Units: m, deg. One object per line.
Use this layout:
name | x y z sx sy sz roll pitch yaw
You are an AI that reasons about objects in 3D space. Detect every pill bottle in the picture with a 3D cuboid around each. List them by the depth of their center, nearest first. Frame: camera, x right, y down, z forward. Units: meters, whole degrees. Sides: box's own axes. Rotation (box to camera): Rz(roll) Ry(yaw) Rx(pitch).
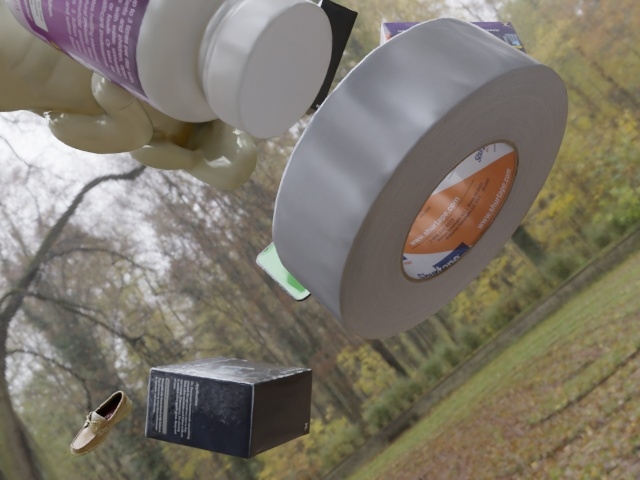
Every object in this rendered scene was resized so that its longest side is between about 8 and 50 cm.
pill bottle | -0.143 -0.213 0.713 0.169 0.301 0.169 -42 -30 -31

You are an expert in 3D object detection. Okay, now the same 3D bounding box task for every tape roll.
tape roll | 0.073 -0.038 0.531 0.219 0.072 0.219 -33 -33 -24

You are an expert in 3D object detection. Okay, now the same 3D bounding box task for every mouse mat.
mouse mat | 0.000 0.000 1.176 0.189 0.152 0.007 -41 -50 -8

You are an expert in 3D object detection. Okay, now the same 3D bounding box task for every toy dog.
toy dog | -0.313 -0.257 0.987 0.408 0.395 0.285 8 -80 -50

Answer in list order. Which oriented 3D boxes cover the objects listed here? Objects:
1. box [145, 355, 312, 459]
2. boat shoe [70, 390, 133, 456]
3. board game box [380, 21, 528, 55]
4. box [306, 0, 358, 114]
box | -0.115 0.210 0.991 0.158 0.093 0.156 4 0 26
boat shoe | -0.395 0.323 1.360 0.135 0.050 0.045 -48 -37 -36
board game box | 0.163 -0.222 0.941 0.170 0.141 0.048 -1 -50 -1
box | -0.011 -0.460 1.937 0.184 0.103 0.261 -147 78 -76
